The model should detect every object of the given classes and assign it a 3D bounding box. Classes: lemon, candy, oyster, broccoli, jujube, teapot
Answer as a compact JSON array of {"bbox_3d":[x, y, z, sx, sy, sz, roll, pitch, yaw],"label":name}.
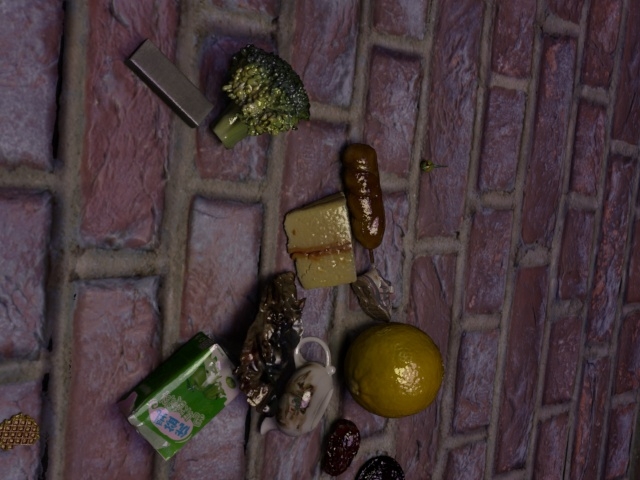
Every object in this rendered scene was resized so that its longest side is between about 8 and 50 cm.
[{"bbox_3d":[0.205,0.361,1.630,0.293,0.293,0.293,-5,100,-33],"label":"lemon"},{"bbox_3d":[0.356,-0.228,1.791,0.123,0.035,0.035,-4,131,-42],"label":"candy"},{"bbox_3d":[-0.104,0.254,1.462,0.221,0.096,0.361,79,24,-49],"label":"oyster"},{"bbox_3d":[-0.144,-0.308,1.358,0.243,0.263,0.247,-39,153,8],"label":"broccoli"},{"bbox_3d":[0.064,0.601,1.678,0.104,0.104,0.166,6,106,-34],"label":"jujube"},{"bbox_3d":[-0.048,0.402,1.535,0.298,0.139,0.204,-64,162,-5],"label":"teapot"}]

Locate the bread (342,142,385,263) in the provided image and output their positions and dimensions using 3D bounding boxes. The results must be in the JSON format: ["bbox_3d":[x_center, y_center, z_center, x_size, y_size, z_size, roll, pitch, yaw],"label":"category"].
[{"bbox_3d":[0.131,-0.102,1.617,0.124,0.084,0.344,-21,107,-40],"label":"bread"}]

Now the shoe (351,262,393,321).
[{"bbox_3d":[0.162,0.152,1.686,0.092,0.089,0.180,-49,123,-32],"label":"shoe"}]

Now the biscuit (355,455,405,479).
[{"bbox_3d":[0.183,0.764,1.799,0.194,0.053,0.194,-5,100,-32],"label":"biscuit"}]

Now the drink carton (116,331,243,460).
[{"bbox_3d":[-0.320,0.358,1.373,0.271,0.108,0.161,-41,117,-23],"label":"drink carton"}]

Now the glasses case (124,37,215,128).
[{"bbox_3d":[-0.336,-0.347,1.299,0.205,0.047,0.071,44,68,-30],"label":"glasses case"}]

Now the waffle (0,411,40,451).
[{"bbox_3d":[-0.641,0.407,1.222,0.085,0.016,0.078,-22,104,-30],"label":"waffle"}]

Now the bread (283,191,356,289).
[{"bbox_3d":[0.000,0.000,1.585,0.178,0.135,0.240,-10,106,2],"label":"bread"}]
